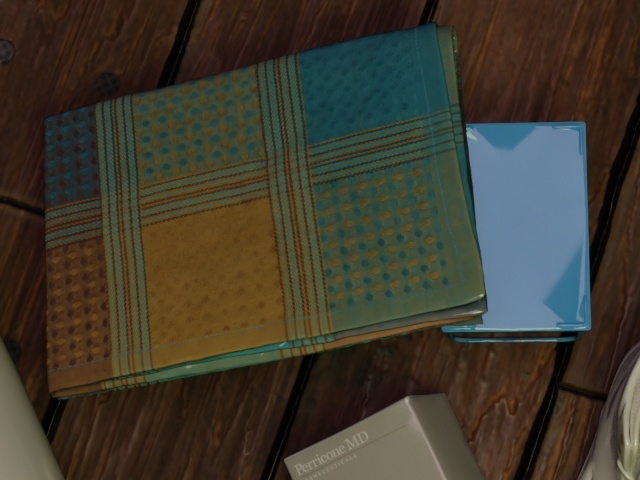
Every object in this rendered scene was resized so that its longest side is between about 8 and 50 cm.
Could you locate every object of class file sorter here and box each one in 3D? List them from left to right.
[{"bbox_3d":[0.158,-0.003,1.630,0.118,0.104,0.170,-1,79,4],"label":"file sorter"}]

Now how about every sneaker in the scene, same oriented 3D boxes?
[{"bbox_3d":[0.247,0.208,1.551,0.108,0.169,0.292,12,82,5],"label":"sneaker"}]

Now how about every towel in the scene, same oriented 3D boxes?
[{"bbox_3d":[-0.053,-0.024,1.603,0.370,0.040,0.271,-12,62,16],"label":"towel"}]

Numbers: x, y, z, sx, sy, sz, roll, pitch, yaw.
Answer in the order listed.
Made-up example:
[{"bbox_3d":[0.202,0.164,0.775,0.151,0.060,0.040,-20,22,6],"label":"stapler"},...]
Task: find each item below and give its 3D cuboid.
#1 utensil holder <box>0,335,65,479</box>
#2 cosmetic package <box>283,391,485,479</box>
[{"bbox_3d":[-0.412,0.096,1.546,0.327,0.327,0.385,-29,80,-1],"label":"utensil holder"},{"bbox_3d":[0.083,0.251,1.577,0.127,0.107,0.238,-31,80,18],"label":"cosmetic package"}]
